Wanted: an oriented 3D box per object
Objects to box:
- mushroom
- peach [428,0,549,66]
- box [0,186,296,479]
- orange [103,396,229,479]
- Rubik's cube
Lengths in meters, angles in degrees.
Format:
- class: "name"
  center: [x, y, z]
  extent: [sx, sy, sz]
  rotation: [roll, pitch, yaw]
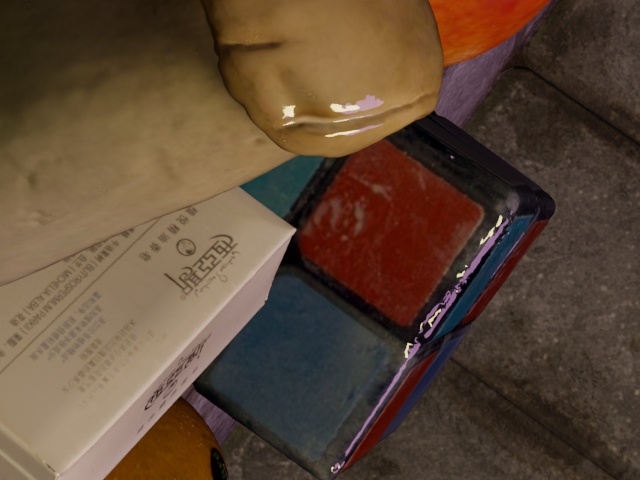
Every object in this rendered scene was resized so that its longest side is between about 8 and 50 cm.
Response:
- class: "mushroom"
  center: [-0.130, -0.063, 0.811]
  extent: [0.137, 0.407, 0.154]
  rotation: [29, 54, -45]
- class: "peach"
  center: [0.031, -0.230, 1.004]
  extent: [0.289, 0.308, 0.289]
  rotation: [-34, 161, -14]
- class: "box"
  center: [-0.181, 0.040, 1.210]
  extent: [0.274, 0.203, 0.116]
  rotation: [-48, 170, -35]
- class: "orange"
  center: [-0.216, 0.247, 1.594]
  extent: [0.274, 0.274, 0.274]
  rotation: [-52, 170, -13]
- class: "Rubik's cube"
  center: [0.000, 0.000, 1.607]
  extent: [0.318, 0.316, 0.313]
  rotation: [-57, 169, 10]
